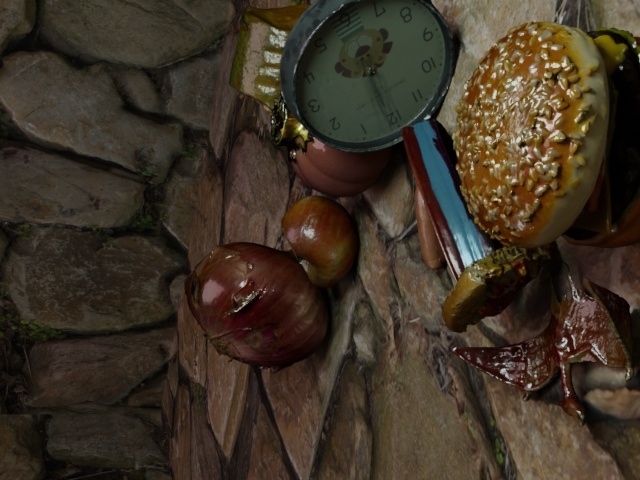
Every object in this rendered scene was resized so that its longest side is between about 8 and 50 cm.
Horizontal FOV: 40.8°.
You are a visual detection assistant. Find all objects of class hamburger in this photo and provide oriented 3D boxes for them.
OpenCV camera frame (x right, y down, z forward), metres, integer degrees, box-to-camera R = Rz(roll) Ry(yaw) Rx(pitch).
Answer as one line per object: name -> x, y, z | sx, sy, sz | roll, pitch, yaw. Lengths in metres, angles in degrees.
hamburger -> 0.284, -0.123, 1.011 | 0.291, 0.225, 0.291 | -176, 90, -74

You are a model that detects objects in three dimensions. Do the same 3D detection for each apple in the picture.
apple -> 0.000, 0.000, 1.871 | 0.195, 0.160, 0.173 | 57, -156, -29

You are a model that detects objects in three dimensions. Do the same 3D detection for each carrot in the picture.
carrot -> -0.100, -0.418, 2.128 | 0.241, 0.242, 0.340 | -131, 49, -63

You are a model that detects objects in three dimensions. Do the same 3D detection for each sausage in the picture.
sausage -> 0.189, -0.037, 1.495 | 0.040, 0.047, 0.176 | -9, 89, 46

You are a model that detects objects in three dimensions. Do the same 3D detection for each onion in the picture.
onion -> -0.146, 0.152, 2.006 | 0.354, 0.354, 0.353 | -176, 90, -71

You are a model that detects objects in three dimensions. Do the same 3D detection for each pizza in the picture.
pizza -> 0.255, 0.052, 1.169 | 0.062, 0.199, 0.188 | 51, 166, 18

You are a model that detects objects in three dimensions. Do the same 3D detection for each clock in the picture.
clock -> 0.084, -0.294, 1.479 | 0.061, 0.313, 0.312 | -119, 37, -49

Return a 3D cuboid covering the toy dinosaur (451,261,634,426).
toy dinosaur -> 0.287, 0.128, 1.124 | 0.327, 0.113, 0.206 | -154, 73, -73

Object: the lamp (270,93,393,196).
lamp -> 0.023, -0.238, 1.735 | 0.305, 0.240, 0.305 | -177, 90, -70

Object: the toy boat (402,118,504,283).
toy boat -> 0.215, -0.051, 1.369 | 0.079, 0.136, 0.392 | -38, 42, 23
